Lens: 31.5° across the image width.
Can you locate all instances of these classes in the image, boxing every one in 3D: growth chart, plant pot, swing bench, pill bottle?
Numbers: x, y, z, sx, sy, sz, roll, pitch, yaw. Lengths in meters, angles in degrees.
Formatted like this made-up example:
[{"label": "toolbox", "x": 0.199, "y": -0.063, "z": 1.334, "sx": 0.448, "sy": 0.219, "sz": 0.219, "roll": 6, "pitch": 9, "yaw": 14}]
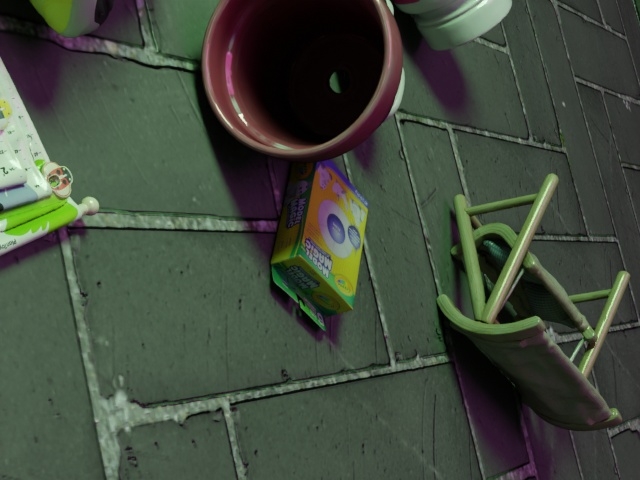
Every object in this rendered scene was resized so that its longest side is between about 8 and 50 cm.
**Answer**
[{"label": "growth chart", "x": -0.272, "y": -0.095, "z": 0.855, "sx": 0.237, "sy": 0.021, "sz": 0.172, "roll": 64, "pitch": 32, "yaw": -12}, {"label": "plant pot", "x": -0.001, "y": -0.175, "z": 1.188, "sx": 0.180, "sy": 0.201, "sz": 0.201, "roll": 11, "pitch": 65, "yaw": -73}, {"label": "swing bench", "x": 0.288, "y": 0.094, "z": 1.532, "sx": 0.253, "sy": 0.165, "sz": 0.255, "roll": 47, "pitch": 44, "yaw": -37}, {"label": "pill bottle", "x": 0.142, "y": -0.414, "z": 1.556, "sx": 0.283, "sy": 0.160, "sz": 0.160, "roll": 56, "pitch": 34, "yaw": -25}]

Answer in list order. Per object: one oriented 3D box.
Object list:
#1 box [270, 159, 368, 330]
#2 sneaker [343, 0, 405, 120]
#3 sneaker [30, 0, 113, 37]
[{"label": "box", "x": 0.000, "y": 0.000, "z": 1.226, "sx": 0.105, "sy": 0.043, "sz": 0.179, "roll": 46, "pitch": 41, "yaw": -36}, {"label": "sneaker", "x": 0.035, "y": -0.247, "z": 1.387, "sx": 0.121, "sy": 0.079, "sz": 0.217, "roll": 37, "pitch": 37, "yaw": -40}, {"label": "sneaker", "x": -0.283, "y": -0.333, "z": 0.886, "sx": 0.147, "sy": 0.145, "sz": 0.385, "roll": -31, "pitch": 106, "yaw": -29}]
